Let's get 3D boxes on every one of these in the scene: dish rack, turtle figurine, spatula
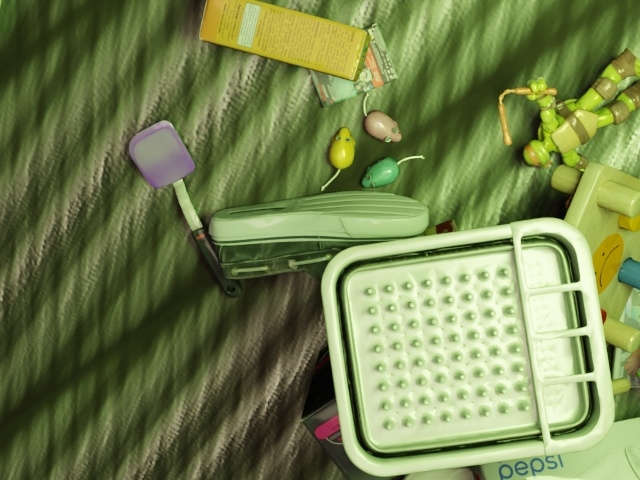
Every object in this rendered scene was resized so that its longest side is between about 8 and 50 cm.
[{"bbox_3d":[0.178,0.131,1.154,0.332,0.072,0.286,-8,87,1],"label":"dish rack"},{"bbox_3d":[0.376,-0.160,1.330,0.217,0.087,0.269,-35,119,8],"label":"turtle figurine"},{"bbox_3d":[-0.199,-0.039,1.433,0.084,0.030,0.296,-25,100,11],"label":"spatula"}]

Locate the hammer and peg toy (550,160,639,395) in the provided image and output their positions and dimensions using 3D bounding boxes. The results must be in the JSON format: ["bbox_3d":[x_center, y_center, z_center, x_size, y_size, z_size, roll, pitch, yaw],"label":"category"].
[{"bbox_3d":[0.369,0.080,1.298,0.127,0.266,0.361,27,102,40],"label":"hammer and peg toy"}]

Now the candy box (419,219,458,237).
[{"bbox_3d":[0.213,0.142,1.359,0.087,0.183,0.317,-20,100,10],"label":"candy box"}]

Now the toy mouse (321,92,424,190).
[{"bbox_3d":[0.085,-0.134,1.387,0.143,0.031,0.161,13,103,2],"label":"toy mouse"}]

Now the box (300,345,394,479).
[{"bbox_3d":[0.087,0.218,1.342,0.165,0.270,0.143,-35,97,10],"label":"box"}]

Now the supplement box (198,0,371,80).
[{"bbox_3d":[-0.049,-0.293,1.331,0.233,0.078,0.080,15,100,7],"label":"supplement box"}]

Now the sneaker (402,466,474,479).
[{"bbox_3d":[0.232,0.400,1.460,0.212,0.094,0.080,-1,104,5],"label":"sneaker"}]

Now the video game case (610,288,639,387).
[{"bbox_3d":[0.544,0.130,1.410,0.183,0.023,0.201,2,103,5],"label":"video game case"}]

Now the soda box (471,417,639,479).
[{"bbox_3d":[0.377,0.342,1.391,0.286,0.091,0.098,-10,65,-5],"label":"soda box"}]

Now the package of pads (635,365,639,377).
[{"bbox_3d":[0.636,0.143,1.330,0.296,0.101,0.229,15,104,-16],"label":"package of pads"}]

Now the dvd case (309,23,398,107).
[{"bbox_3d":[0.045,-0.258,1.373,0.119,0.013,0.087,-21,100,8],"label":"dvd case"}]

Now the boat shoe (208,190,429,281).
[{"bbox_3d":[0.000,0.000,1.394,0.335,0.121,0.119,-3,111,16],"label":"boat shoe"}]
